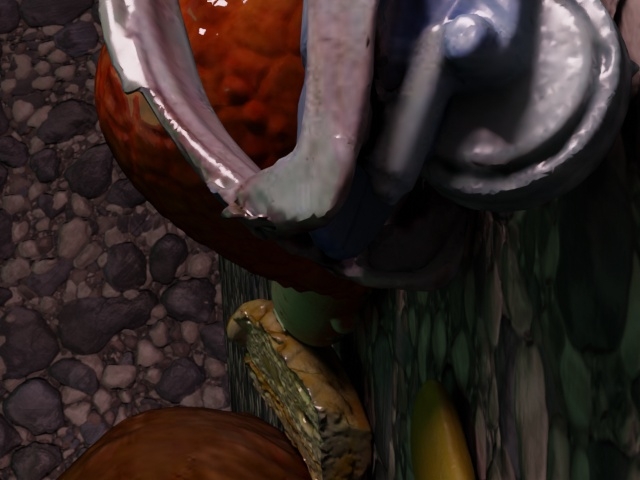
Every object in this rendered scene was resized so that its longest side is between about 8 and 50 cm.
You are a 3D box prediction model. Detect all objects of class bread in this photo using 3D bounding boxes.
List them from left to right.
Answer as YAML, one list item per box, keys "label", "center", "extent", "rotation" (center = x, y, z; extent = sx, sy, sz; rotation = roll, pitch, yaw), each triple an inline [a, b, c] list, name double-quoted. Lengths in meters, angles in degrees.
- label: "bread"
  center: [-0.015, 0.143, 1.447]
  extent: [0.232, 0.088, 0.128]
  rotation: [51, 158, 50]

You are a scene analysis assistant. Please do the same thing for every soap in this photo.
- label: "soap"
  center: [0.085, 0.165, 0.966]
  extent: [0.168, 0.033, 0.089]
  rotation: [-105, 12, -54]

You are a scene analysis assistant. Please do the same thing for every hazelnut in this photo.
- label: "hazelnut"
  center: [-0.123, 0.371, 1.487]
  extent: [0.421, 0.352, 0.421]
  rotation: [50, 156, 32]

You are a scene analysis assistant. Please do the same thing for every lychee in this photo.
- label: "lychee"
  center: [-0.027, -0.106, 0.925]
  extent: [0.300, 0.255, 0.255]
  rotation: [55, 172, -1]

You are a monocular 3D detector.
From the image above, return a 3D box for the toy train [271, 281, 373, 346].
- label: "toy train"
  center: [0.000, 0.000, 1.315]
  extent: [0.285, 0.116, 0.177]
  rotation: [115, 139, -72]

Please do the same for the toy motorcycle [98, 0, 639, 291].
- label: "toy motorcycle"
  center: [0.010, -0.145, 0.679]
  extent: [0.182, 0.241, 0.319]
  rotation: [88, 177, -68]
